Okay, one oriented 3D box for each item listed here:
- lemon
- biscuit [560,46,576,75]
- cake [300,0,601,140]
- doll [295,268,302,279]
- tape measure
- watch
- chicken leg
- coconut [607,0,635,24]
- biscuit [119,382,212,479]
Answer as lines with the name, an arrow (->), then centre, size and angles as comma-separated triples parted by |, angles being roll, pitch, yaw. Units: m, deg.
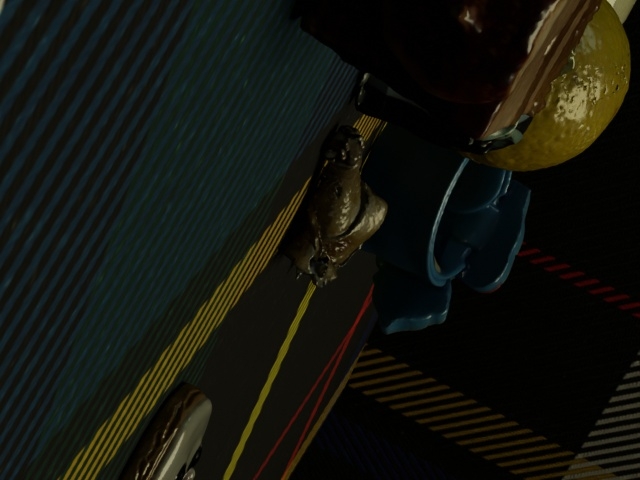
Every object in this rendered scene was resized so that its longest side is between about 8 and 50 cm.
lemon -> 0.256, -0.216, 2.000 | 0.310, 0.258, 0.258 | -9, 130, -51
biscuit -> 0.211, -0.317, 1.692 | 0.273, 0.036, 0.187 | 52, 20, -53
cake -> 0.103, -0.198, 1.208 | 0.196, 0.198, 0.293 | -59, 171, 22
doll -> 0.000, 0.000, 1.948 | 0.125, 0.027, 0.037 | -58, 180, -35
tape measure -> 0.151, -0.178, 1.718 | 0.107, 0.182, 0.181 | 105, 11, -45
watch -> 0.136, -0.036, 2.197 | 0.305, 0.241, 0.274 | -60, 157, -17
chicken leg -> 0.021, -0.039, 1.746 | 0.125, 0.080, 0.196 | -30, 148, -55
coconut -> 0.346, -0.397, 2.160 | 0.230, 0.227, 0.227 | -62, 174, 15
biscuit -> -0.160, 0.239, 1.568 | 0.208, 0.049, 0.181 | -64, 175, 28
